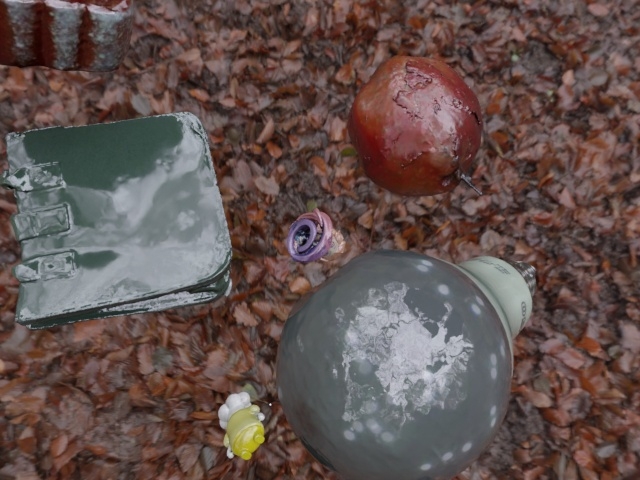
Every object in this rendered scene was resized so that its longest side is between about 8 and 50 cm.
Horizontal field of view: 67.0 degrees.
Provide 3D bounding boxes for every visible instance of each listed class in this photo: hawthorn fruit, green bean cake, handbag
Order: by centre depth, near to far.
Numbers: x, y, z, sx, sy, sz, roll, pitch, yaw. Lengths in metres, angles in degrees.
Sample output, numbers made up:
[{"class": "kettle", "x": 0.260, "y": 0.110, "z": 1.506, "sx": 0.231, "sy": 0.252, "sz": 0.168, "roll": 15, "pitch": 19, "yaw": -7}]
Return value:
[{"class": "green bean cake", "x": -0.319, "y": -0.269, "z": 0.483, "sx": 0.232, "sy": 0.097, "sz": 0.199, "roll": -6, "pitch": 60, "yaw": -34}, {"class": "handbag", "x": -0.254, "y": -0.029, "z": 0.611, "sx": 0.259, "sy": 0.079, "sz": 0.248, "roll": -10, "pitch": 71, "yaw": -12}, {"class": "hawthorn fruit", "x": 0.136, "y": -0.138, "z": 0.633, "sx": 0.181, "sy": 0.181, "sz": 0.235, "roll": -20, "pitch": 46, "yaw": -12}]

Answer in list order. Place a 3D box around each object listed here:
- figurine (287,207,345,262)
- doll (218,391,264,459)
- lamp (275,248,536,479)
[{"class": "figurine", "x": -0.009, "y": -0.005, "z": 1.083, "sx": 0.114, "sy": 0.157, "sz": 0.126, "roll": 30, "pitch": 100, "yaw": 20}, {"class": "doll", "x": -0.164, "y": 0.380, "z": 1.005, "sx": 0.106, "sy": 0.162, "sz": 0.062, "roll": -49, "pitch": 118, "yaw": -5}, {"class": "lamp", "x": 0.107, "y": 0.070, "z": 0.414, "sx": 0.313, "sy": 0.182, "sz": 0.182, "roll": -29, "pitch": 76, "yaw": -27}]
